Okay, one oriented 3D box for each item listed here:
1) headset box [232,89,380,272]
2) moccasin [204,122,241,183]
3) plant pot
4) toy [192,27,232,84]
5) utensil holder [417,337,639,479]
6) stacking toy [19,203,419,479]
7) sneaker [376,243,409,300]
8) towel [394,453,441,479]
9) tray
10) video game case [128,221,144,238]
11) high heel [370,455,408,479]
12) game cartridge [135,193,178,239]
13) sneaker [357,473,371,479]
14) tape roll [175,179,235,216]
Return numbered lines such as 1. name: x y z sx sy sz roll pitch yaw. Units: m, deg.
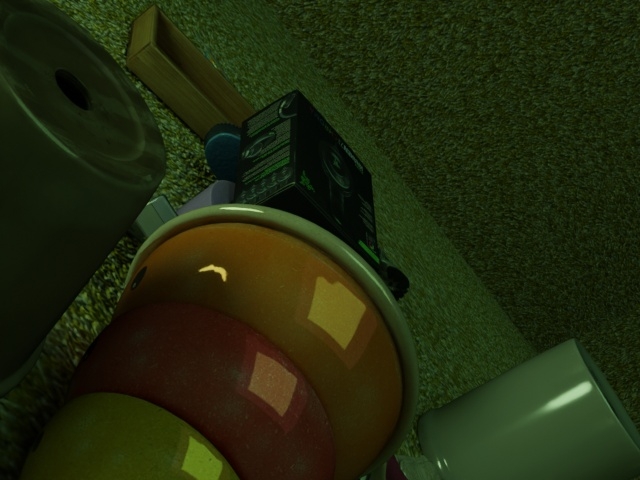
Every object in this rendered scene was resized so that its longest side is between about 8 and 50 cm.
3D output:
1. headset box: -0.021 -0.074 1.309 0.246 0.131 0.283 45 29 -34
2. moccasin: -0.106 -0.134 1.517 0.342 0.138 0.116 40 35 -43
3. plant pot: -0.292 -0.045 0.605 0.323 0.280 0.323 48 18 -22
4. toy: -0.231 -0.359 1.733 0.237 0.056 0.137 51 3 -39
5. utensil holder: 0.460 0.436 1.630 0.327 0.386 0.327 50 19 -23
6. stacking toy: -0.136 0.200 0.653 0.350 0.351 0.480 54 32 -7
7. sneaker: 0.105 0.039 1.915 0.283 0.110 0.122 51 -1 -25
8. towel: 0.213 0.522 1.366 0.187 0.049 0.282 28 33 -57
9. tray: -0.230 -0.284 1.579 0.411 0.076 0.202 46 19 -35
10. video game case: -0.296 -0.100 1.086 0.143 0.019 0.157 55 18 -45
11. high heel: 0.118 0.394 1.260 0.117 0.082 0.244 11 51 -58
12. game cartridge: -0.127 0.096 1.006 0.355 0.068 0.230 58 -12 -10
13. sneaker: 0.020 0.333 1.112 0.097 0.084 0.234 50 18 -18
14. tape roll: -0.123 0.037 1.252 0.275 0.090 0.274 49 19 -23
